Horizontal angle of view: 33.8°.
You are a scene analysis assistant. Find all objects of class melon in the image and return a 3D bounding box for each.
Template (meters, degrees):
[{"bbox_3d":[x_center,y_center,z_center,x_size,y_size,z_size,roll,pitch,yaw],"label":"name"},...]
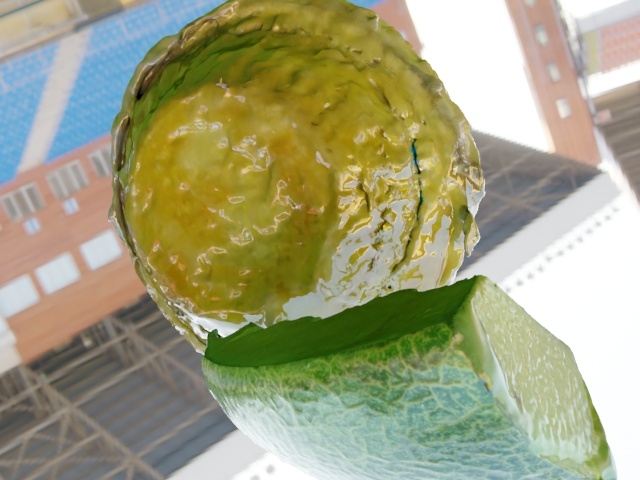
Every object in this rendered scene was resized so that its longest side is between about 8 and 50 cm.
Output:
[{"bbox_3d":[0.025,0.115,0.745,0.323,0.196,0.124,-12,-135,41],"label":"melon"}]

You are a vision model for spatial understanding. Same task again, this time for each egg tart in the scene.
[{"bbox_3d":[-0.044,-0.039,0.965,0.388,0.387,0.169,-14,-175,24],"label":"egg tart"}]
